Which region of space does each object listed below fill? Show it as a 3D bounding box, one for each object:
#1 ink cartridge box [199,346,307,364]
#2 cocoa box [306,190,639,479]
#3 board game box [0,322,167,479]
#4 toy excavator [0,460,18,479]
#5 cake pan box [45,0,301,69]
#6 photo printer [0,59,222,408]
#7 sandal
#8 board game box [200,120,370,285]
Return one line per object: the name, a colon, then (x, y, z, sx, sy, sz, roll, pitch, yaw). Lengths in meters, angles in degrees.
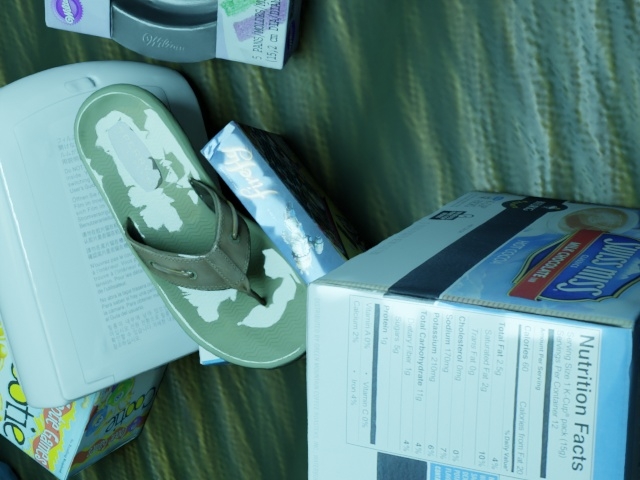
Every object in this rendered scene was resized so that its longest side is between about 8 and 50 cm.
ink cartridge box: (-0.044, 0.073, 1.123, 0.092, 0.143, 0.089, -13, 79, 30)
cocoa box: (0.166, 0.110, 0.893, 0.228, 0.347, 0.231, 6, 105, 26)
board game box: (-0.327, 0.115, 1.274, 0.275, 0.144, 0.142, 32, 115, 17)
toy excavator: (-0.528, 0.219, 1.302, 0.222, 0.433, 0.445, -32, 63, -1)
cake pan box: (-0.134, -0.299, 1.045, 0.246, 0.070, 0.266, 13, 123, 8)
photo printer: (-0.212, -0.020, 1.118, 0.107, 0.256, 0.307, -6, 101, 49)
sandal: (-0.120, -0.006, 1.006, 0.120, 0.086, 0.302, -40, 90, 2)
board game box: (0.000, 0.000, 1.057, 0.042, 0.165, 0.243, -40, 82, 10)
